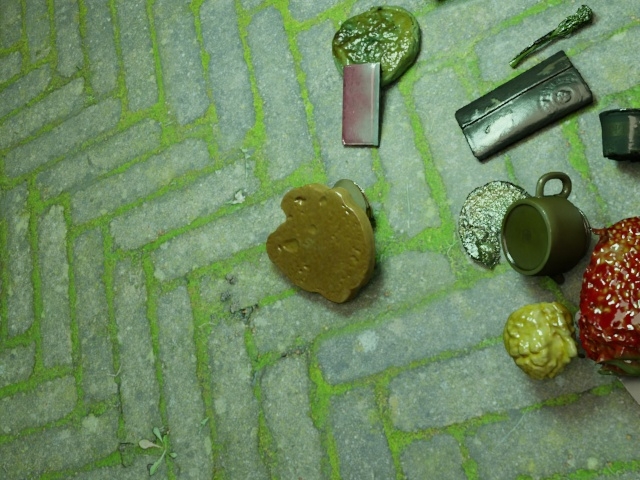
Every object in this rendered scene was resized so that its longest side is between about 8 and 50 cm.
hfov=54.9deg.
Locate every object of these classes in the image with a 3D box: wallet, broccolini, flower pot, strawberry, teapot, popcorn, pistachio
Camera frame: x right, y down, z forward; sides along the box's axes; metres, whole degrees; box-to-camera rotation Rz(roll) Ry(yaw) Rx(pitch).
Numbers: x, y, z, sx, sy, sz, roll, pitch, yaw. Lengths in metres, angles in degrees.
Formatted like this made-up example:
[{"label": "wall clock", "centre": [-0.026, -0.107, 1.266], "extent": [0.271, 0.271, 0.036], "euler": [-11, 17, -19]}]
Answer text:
[{"label": "wallet", "centre": [0.519, -0.350, 1.601], "extent": [0.321, 0.044, 0.170], "euler": [-28, 67, 17]}, {"label": "broccolini", "centre": [0.603, -0.530, 1.616], "extent": [0.239, 0.051, 0.054], "euler": [-34, 108, 16]}, {"label": "flower pot", "centre": [0.719, -0.237, 1.415], "extent": [0.157, 0.157, 0.106], "euler": [5, 89, 28]}, {"label": "strawberry", "centre": [0.647, 0.103, 1.267], "extent": [0.292, 0.292, 0.343], "euler": [-21, 61, 20]}, {"label": "teapot", "centre": [0.540, -0.026, 1.423], "extent": [0.185, 0.175, 0.267], "euler": [-154, 62, -64]}, {"label": "popcorn", "centre": [0.496, 0.221, 1.373], "extent": [0.170, 0.180, 0.180], "euler": [8, 79, 11]}, {"label": "pistachio", "centre": [0.084, -0.103, 1.711], "extent": [0.149, 0.113, 0.113], "euler": [37, 93, 29]}, {"label": "wallet", "centre": [0.117, -0.391, 1.781], "extent": [0.119, 0.025, 0.232], "euler": [5, 99, 27]}]

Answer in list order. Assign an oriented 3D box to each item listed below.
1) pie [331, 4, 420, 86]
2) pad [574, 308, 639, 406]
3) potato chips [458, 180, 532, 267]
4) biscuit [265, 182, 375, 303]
[{"label": "pie", "centre": [0.165, -0.581, 1.827], "extent": [0.277, 0.078, 0.277], "euler": [-6, 74, 24]}, {"label": "pad", "centre": [0.711, 0.227, 1.360], "extent": [0.181, 0.004, 0.267], "euler": [-37, 62, 13]}, {"label": "potato chips", "centre": [0.443, -0.046, 1.563], "extent": [0.202, 0.029, 0.220], "euler": [32, 88, 31]}, {"label": "biscuit", "centre": [0.000, 0.000, 1.694], "extent": [0.351, 0.057, 0.312], "euler": [16, 107, 34]}]
